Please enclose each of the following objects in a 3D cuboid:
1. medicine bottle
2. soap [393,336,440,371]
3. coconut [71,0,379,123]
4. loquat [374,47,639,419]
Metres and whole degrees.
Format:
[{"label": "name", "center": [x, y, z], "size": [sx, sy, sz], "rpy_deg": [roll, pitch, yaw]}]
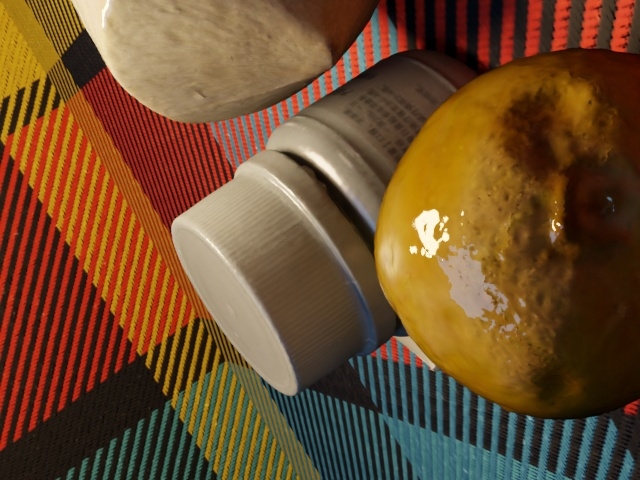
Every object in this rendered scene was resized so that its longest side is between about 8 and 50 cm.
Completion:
[{"label": "medicine bottle", "center": [0.036, -0.017, 1.046], "size": [0.245, 0.306, 0.245], "rpy_deg": [48, 161, 23]}, {"label": "soap", "center": [0.119, 0.070, 1.381], "size": [0.121, 0.064, 0.183], "rpy_deg": [39, 156, 40]}, {"label": "coconut", "center": [-0.073, -0.250, 0.967], "size": [0.329, 0.329, 0.329], "rpy_deg": [48, 160, 23]}, {"label": "loquat", "center": [0.172, -0.012, 0.806], "size": [0.276, 0.276, 0.284], "rpy_deg": [59, -178, -10]}]
